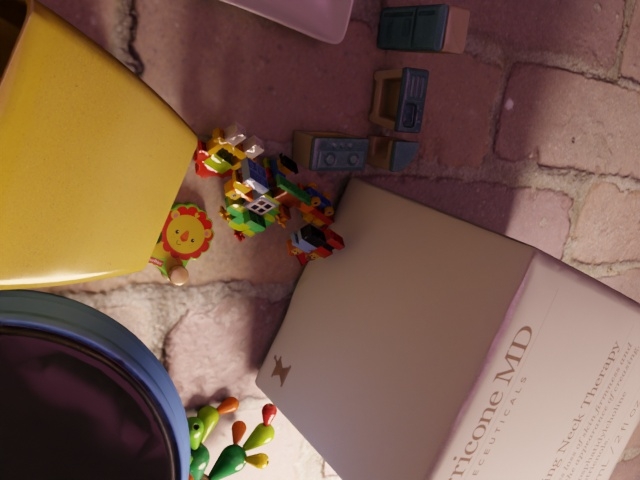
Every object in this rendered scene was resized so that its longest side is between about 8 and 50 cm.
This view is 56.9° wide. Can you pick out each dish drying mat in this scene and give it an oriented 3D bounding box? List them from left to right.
[{"bbox_3d":[0.000,0.000,0.820,0.083,0.008,0.032,-36,123,-18],"label":"dish drying mat"}]

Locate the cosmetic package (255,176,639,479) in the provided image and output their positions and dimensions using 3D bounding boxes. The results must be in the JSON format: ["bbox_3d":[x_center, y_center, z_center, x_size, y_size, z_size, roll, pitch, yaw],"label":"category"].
[{"bbox_3d":[0.195,0.160,0.803,0.394,0.327,0.329,22,95,-37],"label":"cosmetic package"}]

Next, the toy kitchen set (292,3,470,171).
[{"bbox_3d":[0.067,-0.187,0.728,0.166,0.122,0.206,-4,108,-32],"label":"toy kitchen set"}]

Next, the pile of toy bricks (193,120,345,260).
[{"bbox_3d":[-0.070,-0.036,0.718,0.105,0.118,0.212,-30,143,24],"label":"pile of toy bricks"}]

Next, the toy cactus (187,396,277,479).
[{"bbox_3d":[-0.155,0.308,0.778,0.219,0.112,0.180,-17,125,-37],"label":"toy cactus"}]

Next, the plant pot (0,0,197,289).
[{"bbox_3d":[-0.242,-0.076,0.525,0.187,0.212,0.212,20,95,-50],"label":"plant pot"}]

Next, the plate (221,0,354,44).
[{"bbox_3d":[-0.062,-0.382,0.624,0.278,0.045,0.277,8,101,-35],"label":"plate"}]

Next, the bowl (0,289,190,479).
[{"bbox_3d":[-0.319,0.242,0.569,0.392,0.077,0.390,-3,97,-22],"label":"bowl"}]

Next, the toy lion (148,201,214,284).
[{"bbox_3d":[-0.176,-0.003,0.691,0.100,0.034,0.096,27,84,-36],"label":"toy lion"}]
